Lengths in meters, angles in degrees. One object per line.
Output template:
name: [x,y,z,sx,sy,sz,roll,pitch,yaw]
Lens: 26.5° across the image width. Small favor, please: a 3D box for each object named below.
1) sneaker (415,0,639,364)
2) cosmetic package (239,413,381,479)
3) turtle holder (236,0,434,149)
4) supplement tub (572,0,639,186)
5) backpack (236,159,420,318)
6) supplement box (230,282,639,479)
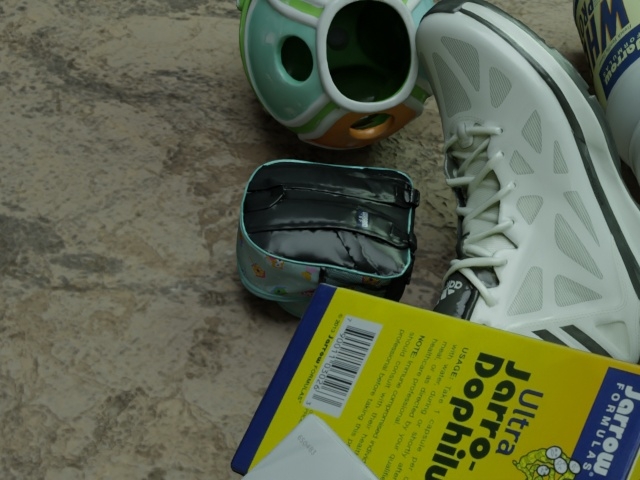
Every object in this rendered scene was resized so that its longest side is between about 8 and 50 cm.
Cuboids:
sneaker: [0.186,-0.027,1.422,0.257,0.169,0.448,-34,92,-26]
cosmetic package: [0.043,0.313,0.905,0.217,0.385,0.156,-44,42,-3]
turtle holder: [0.039,-0.262,1.581,0.243,0.320,0.227,16,9,-15]
supplement tub: [0.450,-0.217,1.663,0.235,0.235,0.325,1,49,-7]
backpack: [0.000,0.000,1.472,0.188,0.144,0.166,12,51,-7]
supplement box: [0.137,0.193,1.167,0.356,0.194,0.195,13,70,40]
